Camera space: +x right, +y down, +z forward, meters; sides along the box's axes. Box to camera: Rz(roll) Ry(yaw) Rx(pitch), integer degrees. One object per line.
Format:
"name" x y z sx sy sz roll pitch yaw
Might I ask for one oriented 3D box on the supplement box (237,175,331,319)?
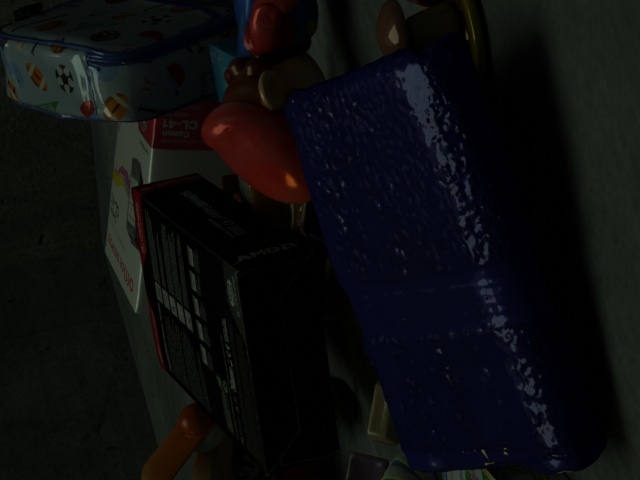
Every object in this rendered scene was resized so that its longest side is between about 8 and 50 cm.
"supplement box" -0.042 -0.025 1.978 0.080 0.078 0.234 -131 32 -70

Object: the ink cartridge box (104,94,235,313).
"ink cartridge box" -0.195 -0.081 2.368 0.226 0.131 0.306 -127 43 -61

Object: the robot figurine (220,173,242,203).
"robot figurine" -0.080 0.038 2.188 0.291 0.085 0.211 100 161 -60

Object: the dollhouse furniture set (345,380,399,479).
"dollhouse furniture set" 0.091 0.194 1.734 0.081 0.091 0.114 13 -93 -59

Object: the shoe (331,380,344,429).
"shoe" -0.004 0.200 2.054 0.058 0.076 0.219 60 178 -10

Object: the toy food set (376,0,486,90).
"toy food set" 0.072 -0.142 1.339 0.128 0.071 0.218 -117 20 -52

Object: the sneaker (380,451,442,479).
"sneaker" 0.083 0.251 1.530 0.240 0.091 0.126 -85 -4 -46

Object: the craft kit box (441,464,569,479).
"craft kit box" 0.161 0.278 1.379 0.247 0.061 0.250 -123 24 -67

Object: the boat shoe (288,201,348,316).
"boat shoe" 0.000 0.000 1.832 0.060 0.064 0.178 -128 31 -69

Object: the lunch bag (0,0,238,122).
"lunch bag" -0.248 -0.240 2.219 0.303 0.243 0.115 19 127 44

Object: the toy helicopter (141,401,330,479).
"toy helicopter" -0.132 0.300 2.091 0.355 0.140 0.235 -52 -46 -49

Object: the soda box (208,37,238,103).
"soda box" -0.067 -0.179 1.967 0.210 0.067 0.071 -139 38 -71

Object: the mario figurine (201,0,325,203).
"mario figurine" -0.018 -0.193 1.701 0.198 0.170 0.321 16 -111 -62

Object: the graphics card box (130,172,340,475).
"graphics card box" -0.099 0.079 1.937 0.371 0.094 0.233 -147 46 -64

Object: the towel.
"towel" 0.092 0.016 1.266 0.227 0.076 0.308 -12 99 60
